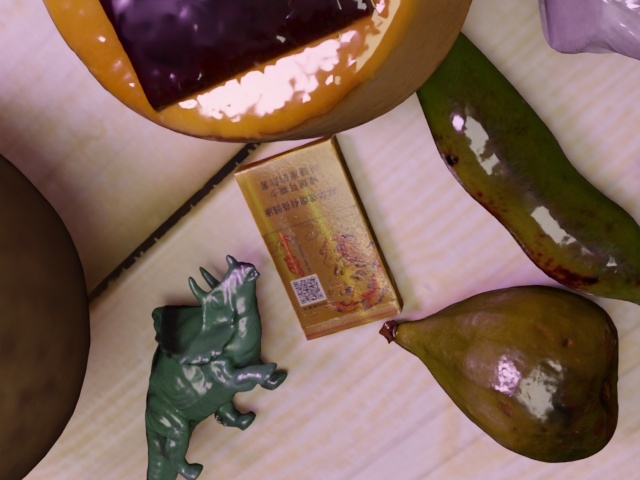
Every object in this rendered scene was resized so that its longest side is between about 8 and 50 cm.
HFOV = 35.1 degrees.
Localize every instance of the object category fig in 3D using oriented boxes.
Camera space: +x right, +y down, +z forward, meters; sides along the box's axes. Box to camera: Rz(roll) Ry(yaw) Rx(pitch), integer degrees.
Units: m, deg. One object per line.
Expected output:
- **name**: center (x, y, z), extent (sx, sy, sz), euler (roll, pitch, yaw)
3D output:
- **fig**: center (0.135, 0.104, 0.773), extent (0.185, 0.126, 0.133), euler (-4, 124, 8)

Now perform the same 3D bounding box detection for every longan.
- **longan**: center (-0.354, 0.061, 0.755), extent (0.361, 0.361, 0.361), euler (4, 112, 9)

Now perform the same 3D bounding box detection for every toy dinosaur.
- **toy dinosaur**: center (-0.097, 0.145, 0.858), extent (0.120, 0.079, 0.292), euler (14, 111, 11)

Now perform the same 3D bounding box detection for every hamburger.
- **hamburger**: center (-0.039, -0.206, 0.651), extent (0.300, 0.176, 0.300), euler (6, 112, 14)

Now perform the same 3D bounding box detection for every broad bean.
- **broad bean**: center (0.153, -0.043, 0.743), extent (0.077, 0.061, 0.339), euler (-44, 99, 7)

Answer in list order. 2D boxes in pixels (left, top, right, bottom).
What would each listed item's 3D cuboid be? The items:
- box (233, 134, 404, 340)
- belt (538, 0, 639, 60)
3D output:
- **box**: center (0.000, 0.000, 0.811), extent (0.089, 0.022, 0.156), euler (-19, 107, 18)
- **belt**: center (0.261, -0.170, 0.547), extent (0.217, 0.339, 0.122), euler (-28, 121, -24)
